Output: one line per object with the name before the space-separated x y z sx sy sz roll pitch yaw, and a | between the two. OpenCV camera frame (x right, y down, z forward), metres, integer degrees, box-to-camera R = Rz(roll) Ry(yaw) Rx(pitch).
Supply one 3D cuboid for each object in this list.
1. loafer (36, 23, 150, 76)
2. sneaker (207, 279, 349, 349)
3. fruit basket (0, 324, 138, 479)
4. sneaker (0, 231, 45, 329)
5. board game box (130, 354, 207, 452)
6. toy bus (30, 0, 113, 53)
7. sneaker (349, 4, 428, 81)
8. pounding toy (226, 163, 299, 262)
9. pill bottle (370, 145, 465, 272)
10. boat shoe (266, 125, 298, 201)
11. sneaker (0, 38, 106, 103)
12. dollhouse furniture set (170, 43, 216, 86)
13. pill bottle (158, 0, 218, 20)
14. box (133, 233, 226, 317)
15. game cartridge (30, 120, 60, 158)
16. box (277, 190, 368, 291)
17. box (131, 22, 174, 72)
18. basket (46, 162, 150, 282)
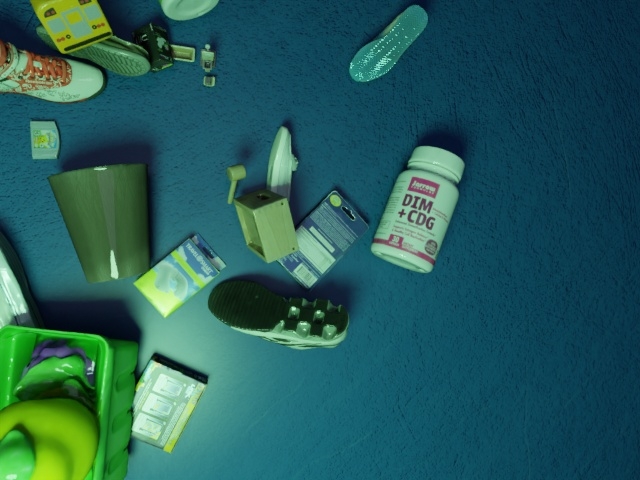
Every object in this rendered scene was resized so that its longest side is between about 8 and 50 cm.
loafer | -0.476 -0.432 0.975 0.251 0.094 0.087 20 76 2
sneaker | -0.101 0.192 1.062 0.330 0.146 0.122 14 57 9
fruit basket | -0.495 0.346 0.810 0.283 0.392 0.392 4 88 12
sneaker | -0.660 0.102 0.935 0.091 0.094 0.258 -19 94 -18
board game box | -0.358 0.367 1.028 0.141 0.048 0.170 30 83 -14
toy bus | -0.522 -0.510 0.899 0.108 0.130 0.332 -28 66 -11
sneaker | 0.170 -0.488 1.159 0.229 0.092 0.087 -39 101 8
pounding toy | -0.140 -0.081 1.037 0.094 0.181 0.206 -23 116 -23
pill bottle | 0.245 -0.076 1.127 0.160 0.160 0.283 23 83 -12
boat shoe | -0.087 -0.178 1.099 0.063 0.066 0.184 8 86 -24
sneaker | -0.596 -0.349 0.933 0.270 0.145 0.090 0 89 -14
dollhouse furniture set | -0.297 -0.413 1.040 0.114 0.081 0.091 4 88 -14
pill bottle | -0.331 -0.638 1.007 0.136 0.136 0.245 -24 95 -13
box | -0.319 0.079 1.046 0.178 0.042 0.109 -41 99 -10
game cartridge | -0.600 -0.220 0.996 0.056 0.017 0.083 -4 90 -18
box | 0.000 0.000 1.128 0.225 0.036 0.136 -45 99 -9
box | -0.377 -0.431 1.025 0.062 0.052 0.083 -12 92 21
basket | -0.448 -0.034 0.964 0.204 0.154 0.227 -8 95 4
